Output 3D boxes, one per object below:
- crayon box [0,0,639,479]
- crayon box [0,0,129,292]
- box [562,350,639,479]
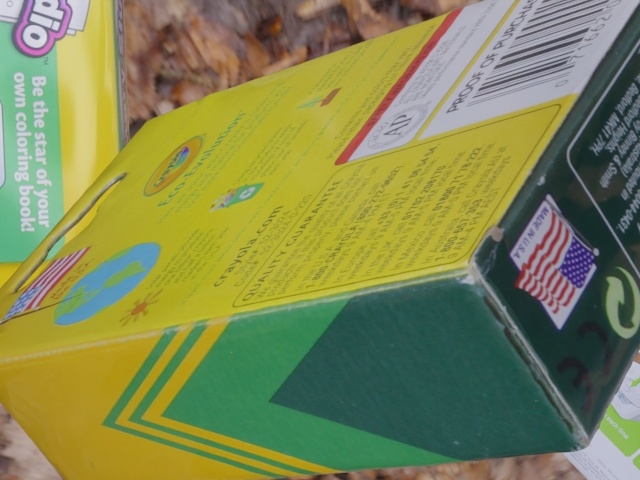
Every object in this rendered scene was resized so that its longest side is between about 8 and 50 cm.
[{"bbox_3d":[0.000,0.000,0.663,0.081,0.318,0.202,55,49,-22],"label":"crayon box"},{"bbox_3d":[-0.288,-0.124,1.104,0.313,0.106,0.362,-2,93,-4],"label":"crayon box"},{"bbox_3d":[0.283,0.085,1.363,0.262,0.127,0.231,45,108,2],"label":"box"}]
